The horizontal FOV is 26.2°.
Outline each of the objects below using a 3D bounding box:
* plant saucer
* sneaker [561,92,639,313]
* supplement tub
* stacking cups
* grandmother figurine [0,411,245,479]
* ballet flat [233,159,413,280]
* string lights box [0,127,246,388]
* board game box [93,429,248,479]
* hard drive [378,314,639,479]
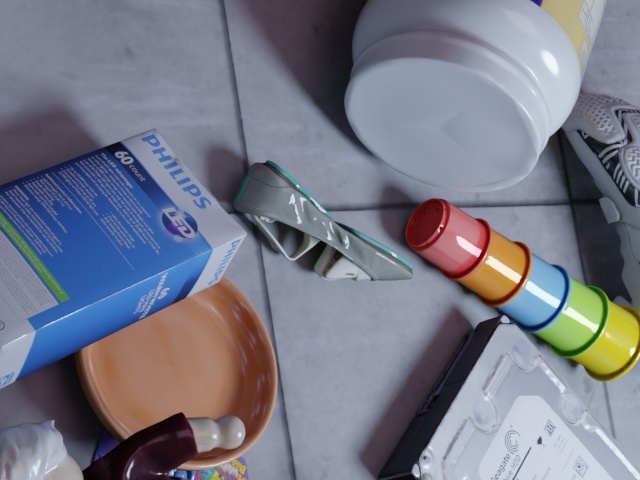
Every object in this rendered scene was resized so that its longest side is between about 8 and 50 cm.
[{"bbox_3d":[-0.129,0.107,1.201,0.200,0.037,0.200,19,56,-31],"label":"plant saucer"},{"bbox_3d":[0.384,0.000,1.645,0.137,0.210,0.366,-15,55,-43],"label":"sneaker"},{"bbox_3d":[0.173,-0.241,1.441,0.241,0.241,0.331,40,55,-27],"label":"supplement tub"},{"bbox_3d":[0.224,0.057,1.514,0.316,0.096,0.096,28,61,-31],"label":"stacking cups"},{"bbox_3d":[-0.128,0.227,1.105,0.342,0.104,0.208,25,92,-29],"label":"grandmother figurine"},{"bbox_3d":[0.000,0.000,1.355,0.213,0.072,0.068,36,85,-29],"label":"ballet flat"},{"bbox_3d":[-0.201,0.011,1.119,0.259,0.077,0.133,-26,67,-43],"label":"string lights box"},{"bbox_3d":[-0.119,0.213,1.203,0.169,0.033,0.133,45,53,-24],"label":"board game box"},{"bbox_3d":[0.236,0.277,1.461,0.339,0.064,0.237,48,51,-13],"label":"hard drive"}]
